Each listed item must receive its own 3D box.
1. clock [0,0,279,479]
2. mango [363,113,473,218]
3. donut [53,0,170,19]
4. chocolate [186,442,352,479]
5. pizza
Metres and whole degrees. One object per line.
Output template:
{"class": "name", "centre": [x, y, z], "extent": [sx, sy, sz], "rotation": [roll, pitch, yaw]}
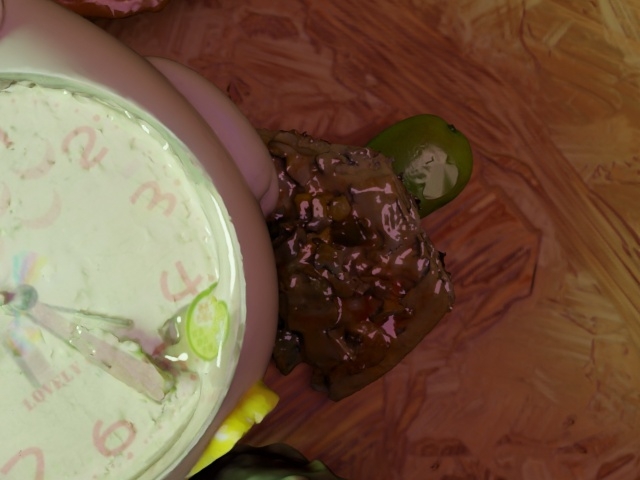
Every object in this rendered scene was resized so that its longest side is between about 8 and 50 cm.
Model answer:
{"class": "clock", "centre": [-0.222, -0.002, 0.825], "extent": [0.368, 0.250, 0.377], "rotation": [-38, 99, -10]}
{"class": "mango", "centre": [0.062, -0.047, 0.975], "extent": [0.108, 0.056, 0.073], "rotation": [-41, 89, -2]}
{"class": "donut", "centre": [-0.163, -0.297, 0.932], "extent": [0.302, 0.110, 0.303], "rotation": [0, 87, -8]}
{"class": "chocolate", "centre": [-0.008, 0.247, 0.772], "extent": [0.210, 0.340, 0.225], "rotation": [-45, 127, -16]}
{"class": "pizza", "centre": [0.000, 0.000, 0.935], "extent": [0.147, 0.069, 0.226], "rotation": [-23, 94, 19]}
